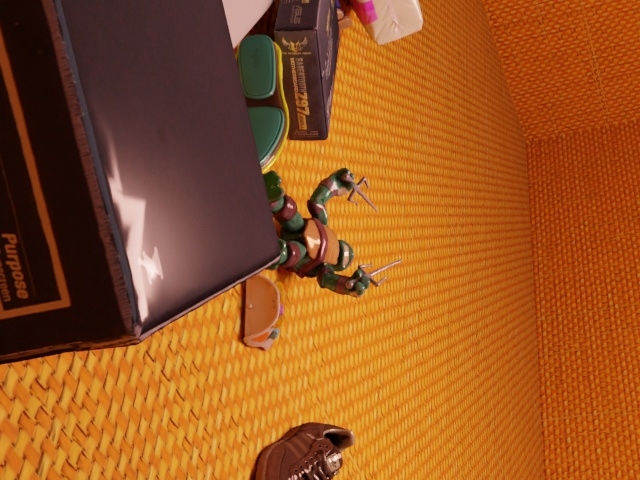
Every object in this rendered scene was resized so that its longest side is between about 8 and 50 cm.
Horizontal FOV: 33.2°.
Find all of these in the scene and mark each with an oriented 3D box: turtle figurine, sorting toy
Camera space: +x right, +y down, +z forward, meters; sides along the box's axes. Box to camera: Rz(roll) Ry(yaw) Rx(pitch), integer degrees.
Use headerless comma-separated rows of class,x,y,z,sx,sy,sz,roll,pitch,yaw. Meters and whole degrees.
turtle figurine,0.000,0.000,1.313,0.234,0.118,0.175,17,48,-53
sorting toy,-0.061,0.087,1.215,0.075,0.045,0.083,85,4,-62

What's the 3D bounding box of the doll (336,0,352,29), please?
doll,0.004,-0.421,1.673,0.129,0.046,0.189,20,55,-65

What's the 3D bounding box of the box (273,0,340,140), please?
box,-0.014,-0.277,1.448,0.183,0.059,0.233,82,10,-46

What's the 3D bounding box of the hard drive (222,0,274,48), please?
hard drive,-0.136,-0.337,1.211,0.353,0.047,0.233,-66,142,-59

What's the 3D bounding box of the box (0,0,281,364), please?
box,-0.204,-0.090,0.479,0.183,0.294,0.296,-29,108,-71

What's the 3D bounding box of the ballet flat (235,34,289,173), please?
ballet flat,-0.072,-0.141,1.258,0.077,0.077,0.231,83,7,-51

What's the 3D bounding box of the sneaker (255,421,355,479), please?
sneaker,-0.015,0.246,1.192,0.188,0.071,0.066,-45,122,-69

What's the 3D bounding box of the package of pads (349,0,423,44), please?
package of pads,0.069,-0.492,1.741,0.229,0.101,0.296,-104,174,-62
